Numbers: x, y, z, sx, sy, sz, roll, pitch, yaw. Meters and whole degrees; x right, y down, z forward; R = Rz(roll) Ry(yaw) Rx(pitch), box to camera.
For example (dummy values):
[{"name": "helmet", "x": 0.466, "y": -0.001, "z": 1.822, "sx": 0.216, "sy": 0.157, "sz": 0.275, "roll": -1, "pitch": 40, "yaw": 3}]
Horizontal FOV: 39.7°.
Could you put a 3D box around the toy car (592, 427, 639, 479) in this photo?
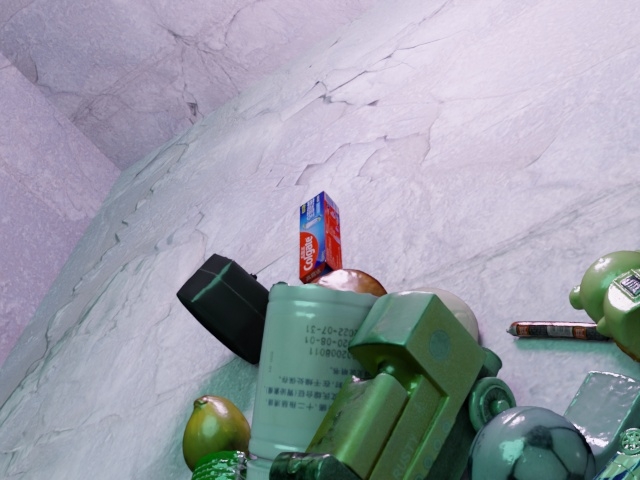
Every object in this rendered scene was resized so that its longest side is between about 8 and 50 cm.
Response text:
[{"name": "toy car", "x": 0.327, "y": 0.306, "z": 0.973, "sx": 0.224, "sy": 0.090, "sz": 0.076, "roll": -46, "pitch": 28, "yaw": -8}]

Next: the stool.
[{"name": "stool", "x": -0.180, "y": 0.140, "z": 1.858, "sx": 0.141, "sy": 0.232, "sz": 0.232, "roll": -49, "pitch": 25, "yaw": -14}]

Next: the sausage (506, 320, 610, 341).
[{"name": "sausage", "x": 0.349, "y": 0.132, "z": 1.302, "sx": 0.198, "sy": 0.025, "sz": 0.028, "roll": -7, "pitch": 74, "yaw": 54}]

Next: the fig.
[{"name": "fig", "x": -0.191, "y": 0.365, "z": 1.632, "sx": 0.136, "sy": 0.121, "sz": 0.153, "roll": -29, "pitch": 51, "yaw": 17}]

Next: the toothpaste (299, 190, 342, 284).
[{"name": "toothpaste", "x": -0.001, "y": 0.000, "z": 1.996, "sx": 0.076, "sy": 0.066, "sz": 0.320, "roll": -35, "pitch": 25, "yaw": 18}]

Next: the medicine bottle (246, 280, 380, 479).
[{"name": "medicine bottle", "x": -0.002, "y": 0.239, "z": 1.306, "sx": 0.190, "sy": 0.190, "sz": 0.332, "roll": -5, "pitch": 75, "yaw": 54}]

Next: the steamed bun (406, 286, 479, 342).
[{"name": "steamed bun", "x": 0.147, "y": 0.167, "z": 1.423, "sx": 0.177, "sy": 0.131, "sz": 0.228, "roll": -6, "pitch": 41, "yaw": 51}]

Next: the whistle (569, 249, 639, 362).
[{"name": "whistle", "x": 0.424, "y": 0.093, "z": 1.151, "sx": 0.131, "sy": 0.106, "sz": 0.288, "roll": -32, "pitch": 23, "yaw": 4}]

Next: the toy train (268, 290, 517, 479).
[{"name": "toy train", "x": 0.106, "y": 0.266, "z": 1.177, "sx": 0.160, "sy": 0.253, "sz": 0.397, "roll": -11, "pitch": 38, "yaw": 52}]

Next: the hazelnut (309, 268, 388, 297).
[{"name": "hazelnut", "x": 0.049, "y": 0.143, "z": 1.581, "sx": 0.182, "sy": 0.182, "sz": 0.182, "roll": -34, "pitch": 26, "yaw": 19}]

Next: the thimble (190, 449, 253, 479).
[{"name": "thimble", "x": -0.158, "y": 0.416, "z": 1.494, "sx": 0.130, "sy": 0.118, "sz": 0.090, "roll": -47, "pitch": 21, "yaw": 40}]

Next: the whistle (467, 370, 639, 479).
[{"name": "whistle", "x": 0.272, "y": 0.248, "z": 1.070, "sx": 0.290, "sy": 0.163, "sz": 0.163, "roll": -52, "pitch": 26, "yaw": -19}]
